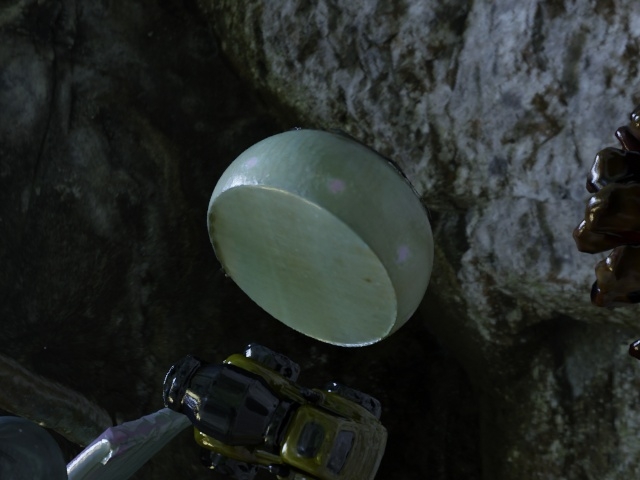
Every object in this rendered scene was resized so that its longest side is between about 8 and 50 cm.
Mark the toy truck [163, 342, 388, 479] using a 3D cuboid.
[{"bbox_3d":[-0.049,0.196,0.720,0.224,0.165,0.147,18,-106,24],"label":"toy truck"}]

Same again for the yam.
[{"bbox_3d":[-0.341,0.179,0.783,0.061,0.061,0.274,-60,-33,-19],"label":"yam"}]

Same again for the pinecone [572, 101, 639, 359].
[{"bbox_3d":[0.259,0.025,0.352,0.246,0.247,0.292,-19,-136,-21],"label":"pinecone"}]

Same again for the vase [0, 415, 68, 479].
[{"bbox_3d":[-0.182,0.103,0.251,0.096,0.219,0.096,-3,-106,9],"label":"vase"}]

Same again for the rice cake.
[{"bbox_3d":[-0.256,0.273,0.800,0.198,0.189,0.037,-44,-104,14],"label":"rice cake"}]

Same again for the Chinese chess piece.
[{"bbox_3d":[0.000,0.000,1.011,0.349,0.349,0.146,45,-126,-10],"label":"Chinese chess piece"}]
